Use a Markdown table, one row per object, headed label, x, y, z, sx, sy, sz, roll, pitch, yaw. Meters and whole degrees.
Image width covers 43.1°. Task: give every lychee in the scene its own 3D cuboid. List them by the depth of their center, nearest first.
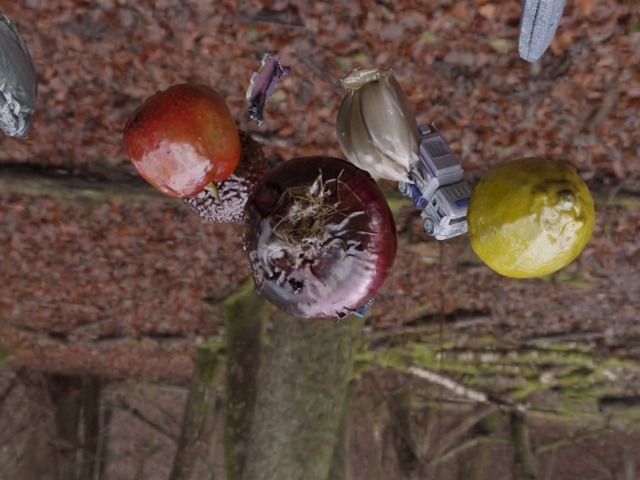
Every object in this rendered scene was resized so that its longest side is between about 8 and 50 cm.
| label | x | y | z | sx | sy | sz | roll | pitch | yaw |
| --- | --- | --- | --- | --- | --- | --- | --- | --- | --- |
| lychee | -0.228 | -0.163 | 1.909 | 0.235 | 0.236 | 0.271 | 4 | -156 | 11 |

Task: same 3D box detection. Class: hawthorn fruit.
| label | x | y | z | sx | sy | sz | roll | pitch | yaw |
| --- | --- | --- | --- | --- | --- | --- | --- | --- | --- |
| hawthorn fruit | -0.202 | -0.143 | 1.260 | 0.179 | 0.200 | 0.179 | -36 | -179 | 1 |

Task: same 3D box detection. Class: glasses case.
| label | x | y | z | sx | sy | sz | roll | pitch | yaw |
| --- | --- | --- | --- | --- | --- | --- | --- | --- | --- |
| glasses case | 0.367 | -0.395 | 1.320 | 0.067 | 0.109 | 0.282 | 23 | 165 | 16 |

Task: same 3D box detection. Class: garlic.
| label | x | y | z | sx | sy | sz | roll | pitch | yaw |
| --- | --- | --- | --- | --- | --- | --- | --- | --- | --- |
| garlic | 0.146 | -0.250 | 1.758 | 0.210 | 0.292 | 0.237 | -26 | -163 | -19 |

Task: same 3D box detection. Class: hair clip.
| label | x | y | z | sx | sy | sz | roll | pitch | yaw |
| --- | --- | --- | --- | --- | --- | --- | --- | --- | --- |
| hair clip | -0.131 | -0.356 | 1.890 | 0.056 | 0.187 | 0.146 | 16 | 167 | 12 |

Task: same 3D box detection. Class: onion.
| label | x | y | z | sx | sy | sz | roll | pitch | yaw |
| --- | --- | --- | --- | --- | --- | --- | --- | --- | --- |
| onion | 0.000 | 0.000 | 1.510 | 0.313 | 0.314 | 0.232 | 1 | 177 | 23 |

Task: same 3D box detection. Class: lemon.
| label | x | y | z | sx | sy | sz | roll | pitch | yaw |
| --- | --- | --- | --- | --- | --- | --- | --- | --- | --- |
| lemon | 0.454 | -0.054 | 1.769 | 0.285 | 0.285 | 0.316 | 2 | 151 | 20 |

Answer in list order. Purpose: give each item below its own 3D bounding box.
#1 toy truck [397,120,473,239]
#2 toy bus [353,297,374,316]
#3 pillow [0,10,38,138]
| label | x | y | z | sx | sy | sz | roll | pitch | yaw |
| --- | --- | --- | --- | --- | --- | --- | --- | --- | --- |
| toy truck | 0.284 | -0.148 | 2.002 | 0.124 | 0.268 | 0.155 | -17 | 153 | -26 |
| toy bus | 0.101 | 0.087 | 1.831 | 0.065 | 0.166 | 0.047 | 27 | 171 | -22 |
| pillow | -0.600 | -0.319 | 1.486 | 0.092 | 0.162 | 0.335 | 8 | 157 | 8 |
